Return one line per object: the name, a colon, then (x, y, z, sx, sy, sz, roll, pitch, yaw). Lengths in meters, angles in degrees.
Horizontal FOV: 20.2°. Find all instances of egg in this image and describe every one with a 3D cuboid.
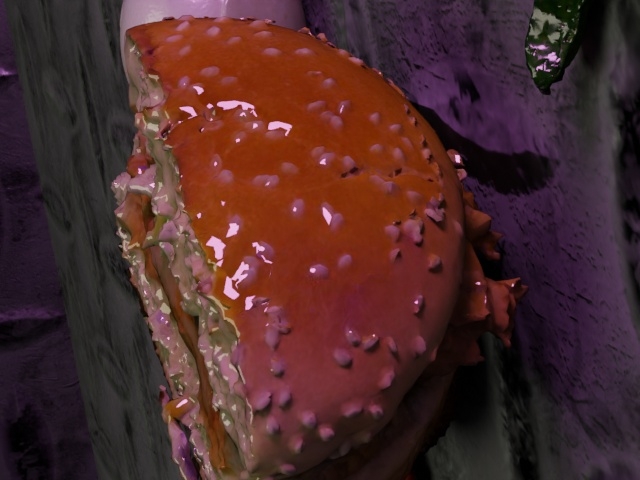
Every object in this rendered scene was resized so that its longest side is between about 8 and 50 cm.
egg: (-0.099, -0.177, 1.721, 0.183, 0.183, 0.217, -147, 43, -66)

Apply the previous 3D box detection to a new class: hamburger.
hamburger: (0.000, 0.000, 1.371, 0.268, 0.287, 0.445, 94, 159, -43)

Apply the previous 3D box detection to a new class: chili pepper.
chili pepper: (0.173, -0.175, 1.070, 0.122, 0.065, 0.279, 66, 164, 1)

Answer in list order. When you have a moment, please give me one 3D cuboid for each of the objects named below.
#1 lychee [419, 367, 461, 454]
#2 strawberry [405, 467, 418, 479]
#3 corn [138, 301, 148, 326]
lychee: (0.033, 0.117, 1.555, 0.194, 0.194, 0.194, 166, 90, -73)
strawberry: (0.023, 0.243, 1.754, 0.236, 0.190, 0.111, 51, -167, 4)
corn: (-0.109, 0.136, 2.119, 0.335, 0.126, 0.127, 52, 151, 43)
